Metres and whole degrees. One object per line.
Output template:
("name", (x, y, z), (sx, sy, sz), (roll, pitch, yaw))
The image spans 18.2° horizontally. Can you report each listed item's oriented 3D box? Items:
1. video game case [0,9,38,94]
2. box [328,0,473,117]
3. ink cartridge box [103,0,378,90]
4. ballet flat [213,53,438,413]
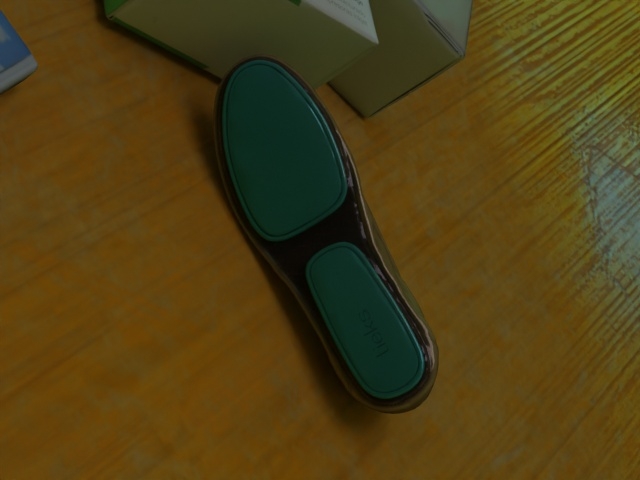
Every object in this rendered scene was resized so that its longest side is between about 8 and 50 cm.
("video game case", (-0.251, -0.130, 0.985), (0.193, 0.023, 0.212), (55, 31, -6))
("box", (0.050, -0.219, 1.429), (0.113, 0.094, 0.275), (44, 34, -22))
("ink cartridge box", (-0.063, -0.216, 1.264), (0.160, 0.092, 0.219), (25, 44, -44))
("ballet flat", (0.000, 0.000, 1.204), (0.073, 0.080, 0.232), (44, 22, -81))
